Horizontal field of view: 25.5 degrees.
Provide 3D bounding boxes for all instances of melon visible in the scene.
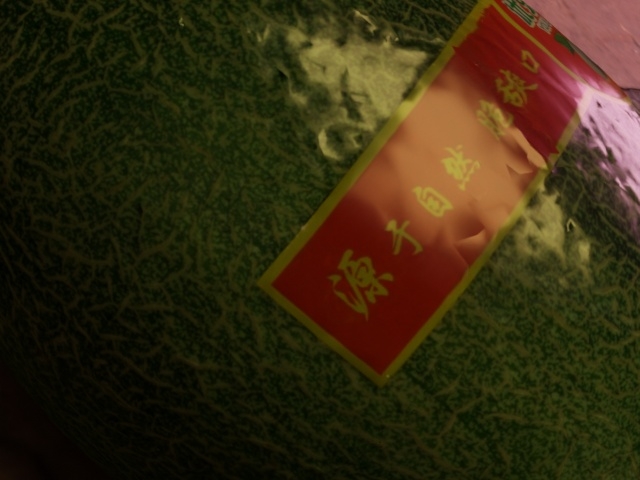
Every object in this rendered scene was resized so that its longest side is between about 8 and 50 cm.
[{"bbox_3d":[0.000,0.000,0.410,0.287,0.182,0.182,36,35,-8],"label":"melon"}]
